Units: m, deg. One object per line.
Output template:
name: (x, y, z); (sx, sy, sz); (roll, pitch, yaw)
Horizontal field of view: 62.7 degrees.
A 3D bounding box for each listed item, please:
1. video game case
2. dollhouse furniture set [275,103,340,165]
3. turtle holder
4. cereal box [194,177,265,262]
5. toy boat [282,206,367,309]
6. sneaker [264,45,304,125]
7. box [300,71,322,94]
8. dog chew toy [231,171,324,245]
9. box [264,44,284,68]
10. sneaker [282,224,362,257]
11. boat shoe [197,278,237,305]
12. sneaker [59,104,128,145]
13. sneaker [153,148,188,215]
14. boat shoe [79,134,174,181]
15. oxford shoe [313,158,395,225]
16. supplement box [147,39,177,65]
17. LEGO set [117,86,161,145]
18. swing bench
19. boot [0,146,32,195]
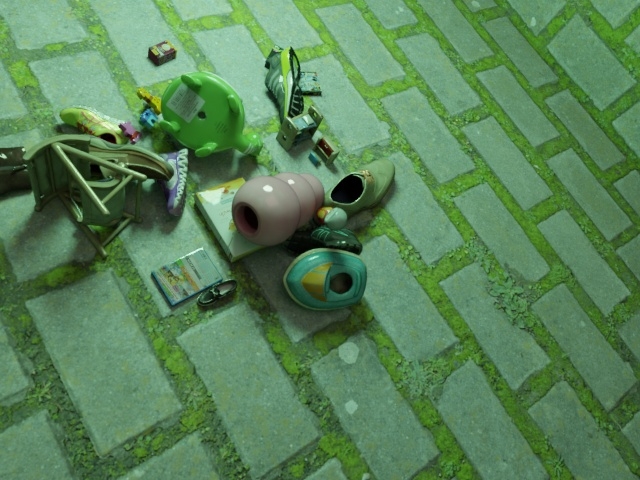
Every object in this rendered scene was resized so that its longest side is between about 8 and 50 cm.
video game case: (-0.382, 0.102, 1.513); (0.166, 0.015, 0.119); (-28, 77, -31)
dollhouse furniture set: (-0.035, -0.348, 1.818); (0.129, 0.129, 0.183); (-34, 80, -32)
turtle holder: (-0.331, -0.404, 1.665); (0.320, 0.243, 0.227); (9, 22, -6)
cereal box: (-0.258, -0.068, 1.630); (0.173, 0.047, 0.240); (-26, 75, -33)
toy boat: (0.023, 0.057, 1.551); (0.268, 0.148, 0.318); (-1, 100, -19)
sneaker: (-0.136, -0.544, 1.903); (0.111, 0.121, 0.299); (22, 63, -61)
box: (-0.069, -0.598, 1.996); (0.137, 0.027, 0.094); (-6, 68, -24)
dog chew toy: (-0.109, -0.113, 1.586); (0.206, 0.206, 0.332); (51, 42, 9)
box: (-0.166, -0.687, 1.990); (0.062, 0.052, 0.083); (26, 58, -7)
sneaker: (0.000, 0.000, 1.685); (0.267, 0.101, 0.106); (7, 44, -21)
boat shoe: (-0.295, 0.147, 1.510); (0.125, 0.038, 0.046); (-22, 73, -29)
sneaker: (-0.684, -0.338, 1.588); (0.209, 0.081, 0.094); (16, 61, -14)
sneaker: (-0.458, -0.178, 1.592); (0.105, 0.095, 0.236); (3, 58, -13)
boat shoe: (-0.577, -0.210, 1.518); (0.324, 0.123, 0.116); (13, 70, 15)
oxford shoe: (0.145, -0.182, 1.790); (0.140, 0.146, 0.397); (44, 57, 6)
supplement box: (-0.550, -0.653, 1.827); (0.055, 0.043, 0.083); (46, 58, 4)
LEGO set: (-0.549, -0.410, 1.627); (0.093, 0.087, 0.227); (44, 36, -29)
swing bench: (-0.621, -0.129, 1.399); (0.255, 0.253, 0.165); (36, 57, -2)
boot: (-0.908, -0.231, 1.403); (0.207, 0.090, 0.248); (-21, 105, -34)
